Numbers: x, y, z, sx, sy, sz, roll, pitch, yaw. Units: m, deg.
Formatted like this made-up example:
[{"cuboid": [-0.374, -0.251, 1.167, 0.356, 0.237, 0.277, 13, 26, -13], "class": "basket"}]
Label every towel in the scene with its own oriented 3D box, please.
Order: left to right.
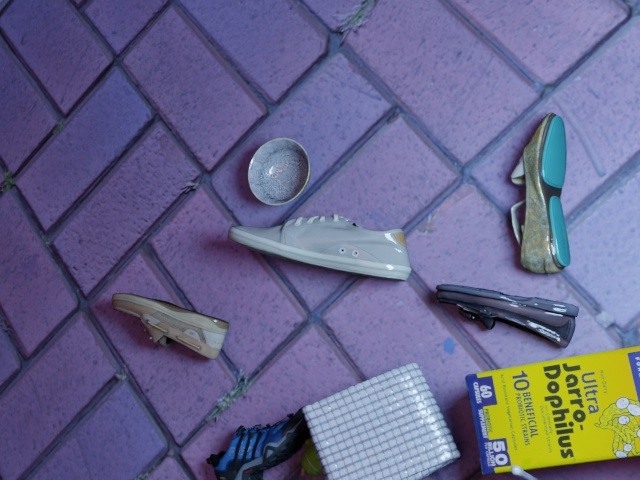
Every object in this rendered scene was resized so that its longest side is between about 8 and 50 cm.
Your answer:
[{"cuboid": [0.129, 0.422, 1.732, 0.283, 0.121, 0.235, -24, 71, 0], "class": "towel"}]

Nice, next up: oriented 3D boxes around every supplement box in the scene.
[{"cuboid": [0.489, 0.331, 1.563, 0.356, 0.195, 0.194, -14, 74, 21], "class": "supplement box"}]

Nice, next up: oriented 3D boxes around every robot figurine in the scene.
[{"cuboid": [0.004, 0.488, 1.828, 0.115, 0.067, 0.101, -43, 61, 12], "class": "robot figurine"}]

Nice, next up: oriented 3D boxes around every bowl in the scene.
[{"cuboid": [-0.087, -0.162, 1.989, 0.170, 0.080, 0.170, -5, 78, 25], "class": "bowl"}]

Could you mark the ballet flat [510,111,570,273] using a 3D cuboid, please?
[{"cuboid": [0.461, -0.100, 1.712, 0.123, 0.123, 0.349, -4, 78, 24], "class": "ballet flat"}]

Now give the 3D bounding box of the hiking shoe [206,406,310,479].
[{"cuboid": [-0.143, 0.473, 1.874, 0.304, 0.113, 0.132, -43, 67, 12], "class": "hiking shoe"}]

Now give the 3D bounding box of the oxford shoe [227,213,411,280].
[{"cuboid": [0.000, 0.000, 1.874, 0.449, 0.169, 0.130, 9, 87, 19], "class": "oxford shoe"}]

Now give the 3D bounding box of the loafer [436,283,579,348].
[{"cuboid": [0.385, 0.156, 1.699, 0.302, 0.109, 0.095, 8, 88, 23], "class": "loafer"}]

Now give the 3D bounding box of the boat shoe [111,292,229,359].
[{"cuboid": [-0.398, 0.213, 2.038, 0.341, 0.121, 0.110, 14, 85, 25], "class": "boat shoe"}]

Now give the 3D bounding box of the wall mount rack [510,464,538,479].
[{"cuboid": [0.340, 0.543, 1.565, 0.350, 0.130, 0.304, -23, 109, 19], "class": "wall mount rack"}]
